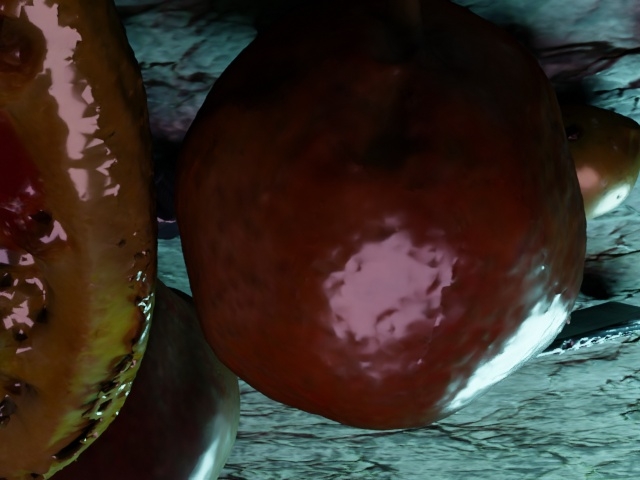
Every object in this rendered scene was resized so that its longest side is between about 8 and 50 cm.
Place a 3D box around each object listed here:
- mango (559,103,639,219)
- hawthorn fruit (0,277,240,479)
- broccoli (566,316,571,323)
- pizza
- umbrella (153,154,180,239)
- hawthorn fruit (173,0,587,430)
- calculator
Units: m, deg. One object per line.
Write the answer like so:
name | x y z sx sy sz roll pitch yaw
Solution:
mango | 0.133 -0.039 1.027 0.080 0.060 0.114 9 160 -16
hawthorn fruit | -0.157 0.140 1.215 0.208 0.248 0.208 0 152 0
broccoli | 0.109 0.025 1.197 0.095 0.097 0.092 -12 123 -32
pizza | -0.279 -0.017 0.893 0.406 0.130 0.440 10 140 1
umbrella | -0.123 -0.030 1.044 0.224 0.080 0.071 5 123 -23
hawthorn fruit | 0.027 -0.036 0.871 0.210 0.210 0.262 -2 141 2
calculator | 0.159 0.065 1.254 0.172 0.018 0.057 -10 -171 -37
